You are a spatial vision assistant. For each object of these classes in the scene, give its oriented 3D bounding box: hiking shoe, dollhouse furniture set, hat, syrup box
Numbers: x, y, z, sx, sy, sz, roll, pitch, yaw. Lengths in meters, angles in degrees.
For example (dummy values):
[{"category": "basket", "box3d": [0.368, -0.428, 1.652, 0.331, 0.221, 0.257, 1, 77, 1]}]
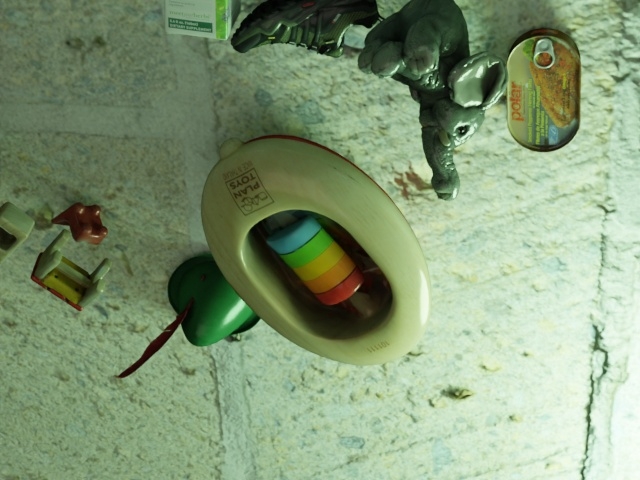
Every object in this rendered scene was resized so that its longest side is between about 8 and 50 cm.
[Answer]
[{"category": "hiking shoe", "box3d": [-0.019, -0.297, 1.803, 0.227, 0.086, 0.114, -19, 116, 23]}, {"category": "dollhouse furniture set", "box3d": [-0.516, -0.046, 2.034, 0.374, 0.201, 0.152, 38, 124, -23]}, {"category": "hat", "box3d": [-0.197, 0.151, 2.107, 0.173, 0.183, 0.208, 33, 126, -12]}, {"category": "syrup box", "box3d": [-0.163, -0.406, 1.749, 0.093, 0.096, 0.237, 8, 128, 7]}]

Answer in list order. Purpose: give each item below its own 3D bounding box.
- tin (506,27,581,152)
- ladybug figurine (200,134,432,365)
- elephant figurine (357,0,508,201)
[{"category": "tin", "box3d": [0.320, -0.215, 1.821, 0.106, 0.040, 0.190, -1, 125, 8]}, {"category": "ladybug figurine", "box3d": [0.000, 0.000, 1.968, 0.305, 0.162, 0.449, -24, 118, 27]}, {"category": "elephant figurine", "box3d": [0.175, -0.213, 1.769, 0.186, 0.169, 0.239, -32, 118, 25]}]
